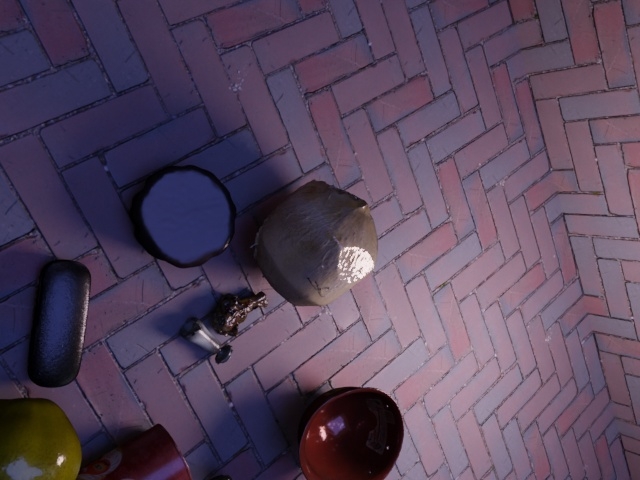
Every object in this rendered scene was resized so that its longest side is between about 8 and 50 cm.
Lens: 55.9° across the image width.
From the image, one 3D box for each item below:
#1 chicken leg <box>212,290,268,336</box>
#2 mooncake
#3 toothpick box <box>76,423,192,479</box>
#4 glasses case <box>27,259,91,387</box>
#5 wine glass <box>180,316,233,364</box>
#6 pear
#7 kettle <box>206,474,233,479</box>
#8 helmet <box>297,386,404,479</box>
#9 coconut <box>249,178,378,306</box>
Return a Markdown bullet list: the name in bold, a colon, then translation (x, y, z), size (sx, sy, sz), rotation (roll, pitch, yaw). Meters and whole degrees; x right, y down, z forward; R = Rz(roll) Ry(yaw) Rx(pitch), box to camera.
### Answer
- **chicken leg**: translation (-0.248, 0.207, 1.809), size (0.196, 0.081, 0.125), rotation (-47, 128, -31)
- **mooncake**: translation (-0.375, -0.067, 1.649), size (0.283, 0.141, 0.282), rotation (0, 91, -27)
- **toothpick box**: translation (-0.527, 0.651, 1.566), size (0.333, 0.204, 0.204), rotation (-26, 109, -30)
- **glasses case**: translation (-0.654, 0.207, 1.509), size (0.122, 0.082, 0.320), rotation (8, 88, -37)
- **wine glass**: translation (-0.330, 0.292, 1.756), size (0.155, 0.072, 0.072), rotation (47, 68, -30)
- **pear**: translation (-0.704, 0.509, 1.380), size (0.294, 0.294, 0.294), rotation (-4, 96, -35)
- **kettle**: translation (-0.375, 0.845, 1.713), size (0.308, 0.203, 0.262), rotation (-15, 77, -37)
- **helmet**: translation (0.058, 0.621, 1.962), size (0.385, 0.230, 0.337), rotation (-8, 98, -26)
- **coconut**: translation (0.000, 0.000, 1.777), size (0.360, 0.346, 0.346), rotation (-39, 121, 13)
